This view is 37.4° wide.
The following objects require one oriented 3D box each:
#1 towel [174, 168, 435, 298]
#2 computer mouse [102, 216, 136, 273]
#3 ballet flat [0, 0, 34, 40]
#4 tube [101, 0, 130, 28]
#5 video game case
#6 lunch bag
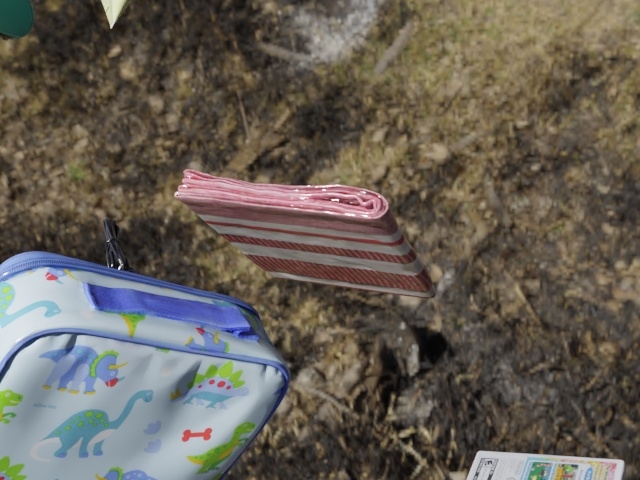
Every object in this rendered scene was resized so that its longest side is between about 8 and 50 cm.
[{"bbox_3d":[0.000,0.000,1.115,0.237,0.329,0.037,8,74,19],"label":"towel"},{"bbox_3d":[-0.357,0.099,1.779,0.060,0.262,0.184,-10,32,-10],"label":"computer mouse"},{"bbox_3d":[-0.391,-0.287,0.978,0.077,0.241,0.091,15,79,21],"label":"ballet flat"},{"bbox_3d":[-0.161,-0.327,0.918,0.062,0.240,0.070,33,19,11],"label":"tube"},{"bbox_3d":[0.191,0.251,0.850,0.143,0.019,0.157,-2,28,28],"label":"video game case"},{"bbox_3d":[-0.139,0.102,0.625,0.219,0.176,0.090,15,29,-41],"label":"lunch bag"}]
